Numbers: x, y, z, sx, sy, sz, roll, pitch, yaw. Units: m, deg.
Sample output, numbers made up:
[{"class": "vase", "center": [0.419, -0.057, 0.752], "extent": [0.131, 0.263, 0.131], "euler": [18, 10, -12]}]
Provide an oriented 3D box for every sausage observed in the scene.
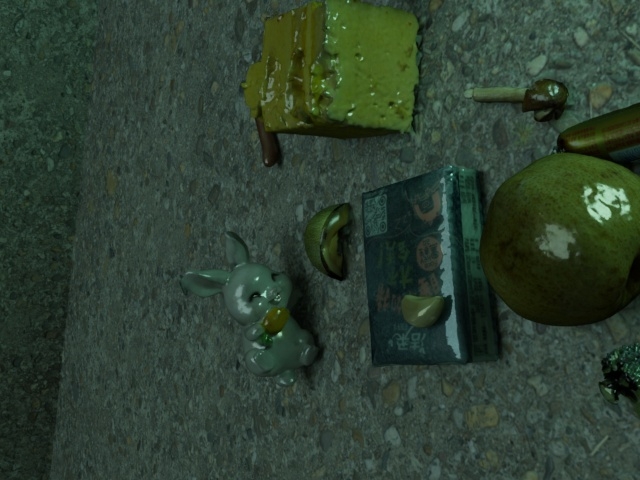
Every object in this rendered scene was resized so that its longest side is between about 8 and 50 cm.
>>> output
[{"class": "sausage", "center": [-0.131, -0.255, 1.641], "extent": [0.043, 0.043, 0.186], "euler": [-38, 58, 47]}, {"class": "sausage", "center": [0.434, -0.144, 0.831], "extent": [0.372, 0.082, 0.082], "euler": [-15, 77, 54]}]

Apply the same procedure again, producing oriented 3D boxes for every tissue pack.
[{"class": "tissue pack", "center": [0.170, 0.051, 1.164], "extent": [0.228, 0.103, 0.315], "euler": [-14, 76, 54]}]

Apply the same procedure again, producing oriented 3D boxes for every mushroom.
[{"class": "mushroom", "center": [0.292, -0.212, 1.048], "extent": [0.187, 0.060, 0.061], "euler": [21, 112, 58]}]

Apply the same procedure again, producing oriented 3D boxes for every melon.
[{"class": "melon", "center": [0.000, 0.000, 1.419], "extent": [0.128, 0.079, 0.160], "euler": [7, 94, 53]}]

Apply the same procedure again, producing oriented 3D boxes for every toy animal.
[{"class": "toy animal", "center": [-0.138, 0.150, 1.482], "extent": [0.325, 0.208, 0.154], "euler": [43, 155, -3]}]

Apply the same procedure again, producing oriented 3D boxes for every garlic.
[{"class": "garlic", "center": [0.153, 0.107, 1.066], "extent": [0.083, 0.041, 0.053], "euler": [4, 86, 57]}]

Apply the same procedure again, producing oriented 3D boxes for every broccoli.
[{"class": "broccoli", "center": [0.415, 0.217, 0.837], "extent": [0.123, 0.118, 0.204], "euler": [-21, 87, 21]}]

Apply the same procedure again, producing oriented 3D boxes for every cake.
[{"class": "cake", "center": [0.009, -0.306, 1.293], "extent": [0.286, 0.228, 0.222], "euler": [6, 94, 54]}]

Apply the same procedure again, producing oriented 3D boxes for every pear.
[{"class": "pear", "center": [0.318, 0.007, 0.882], "extent": [0.211, 0.189, 0.228], "euler": [44, 127, 55]}]
